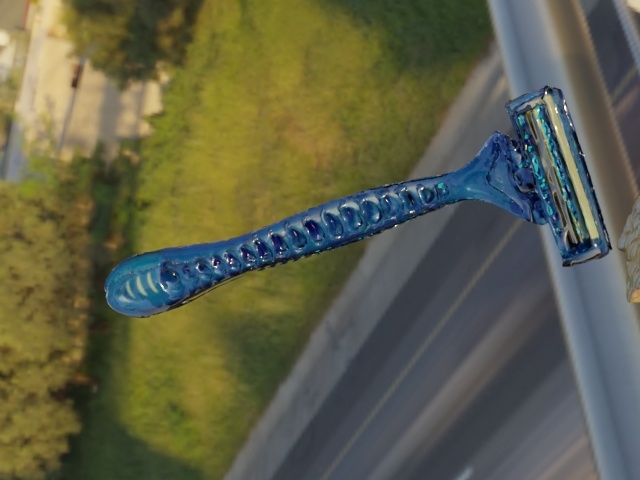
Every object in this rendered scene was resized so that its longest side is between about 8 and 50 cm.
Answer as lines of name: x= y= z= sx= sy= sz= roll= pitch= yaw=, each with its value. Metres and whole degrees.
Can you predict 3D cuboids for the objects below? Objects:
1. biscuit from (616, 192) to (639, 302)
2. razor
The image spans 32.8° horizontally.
biscuit: x=0.306 y=-0.009 z=0.918 sx=0.228 sy=0.031 sz=0.176 roll=-80 pitch=3 yaw=-65
razor: x=0.006 y=-0.005 z=0.642 sx=0.324 sy=0.056 sz=0.093 roll=-15 pitch=104 yaw=30
